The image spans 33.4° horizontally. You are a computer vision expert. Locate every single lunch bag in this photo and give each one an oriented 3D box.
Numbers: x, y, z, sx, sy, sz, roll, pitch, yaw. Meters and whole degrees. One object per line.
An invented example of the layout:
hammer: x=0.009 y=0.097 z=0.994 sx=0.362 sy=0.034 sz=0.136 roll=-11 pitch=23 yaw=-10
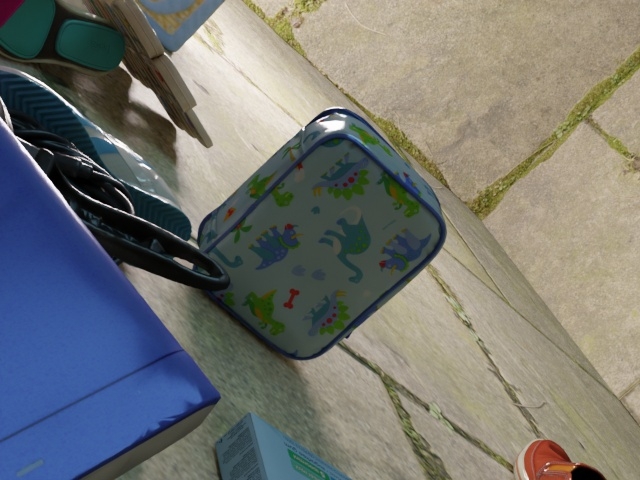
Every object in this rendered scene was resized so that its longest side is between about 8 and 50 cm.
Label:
lunch bag: x=0.000 y=0.000 z=1.012 sx=0.176 sy=0.219 sz=0.090 roll=40 pitch=20 yaw=-19

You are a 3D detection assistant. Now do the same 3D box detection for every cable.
cable: x=-0.202 y=-0.045 z=0.733 sx=0.184 sy=0.047 sz=0.150 roll=28 pitch=16 yaw=-47

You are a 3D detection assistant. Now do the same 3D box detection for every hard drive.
hard drive: x=-0.219 y=-0.002 z=0.483 sx=0.319 sy=0.040 sz=0.210 roll=49 pitch=42 yaw=14

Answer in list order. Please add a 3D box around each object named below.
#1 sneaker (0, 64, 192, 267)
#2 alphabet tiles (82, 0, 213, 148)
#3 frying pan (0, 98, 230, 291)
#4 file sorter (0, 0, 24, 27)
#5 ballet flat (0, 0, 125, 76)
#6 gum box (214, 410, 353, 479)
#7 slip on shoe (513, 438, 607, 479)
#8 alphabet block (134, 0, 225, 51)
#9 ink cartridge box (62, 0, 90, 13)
sneaker: x=-0.206 y=-0.062 z=0.868 sx=0.228 sy=0.087 sz=0.092 roll=45 pitch=3 yaw=-41
alphabet tiles: x=-0.224 y=-0.234 z=1.266 sx=0.278 sy=0.021 sz=0.284 roll=60 pitch=-10 yaw=-26
frying pan: x=-0.216 y=-0.040 z=0.593 sx=0.326 sy=0.053 sz=0.197 roll=37 pitch=40 yaw=4
file sorter: x=-0.339 y=-0.264 z=0.782 sx=0.290 sy=0.202 sz=0.182 roll=42 pitch=9 yaw=-17
ballet flat: x=-0.301 y=-0.226 z=1.113 sx=0.086 sy=0.086 sz=0.248 roll=50 pitch=11 yaw=20
gum box: x=0.008 y=0.221 z=0.732 sx=0.157 sy=0.041 sz=0.184 roll=40 pitch=14 yaw=-29
slip on shoe: x=0.312 y=0.319 z=1.309 sx=0.123 sy=0.101 sz=0.331 roll=44 pitch=10 yaw=-2
alphabet block: x=-0.244 y=-0.453 z=1.760 sx=0.193 sy=0.192 sz=0.197 roll=44 pitch=13 yaw=-17
ink cartridge box: x=-0.369 y=-0.420 z=1.446 sx=0.219 sy=0.092 sz=0.160 roll=47 pitch=12 yaw=7
